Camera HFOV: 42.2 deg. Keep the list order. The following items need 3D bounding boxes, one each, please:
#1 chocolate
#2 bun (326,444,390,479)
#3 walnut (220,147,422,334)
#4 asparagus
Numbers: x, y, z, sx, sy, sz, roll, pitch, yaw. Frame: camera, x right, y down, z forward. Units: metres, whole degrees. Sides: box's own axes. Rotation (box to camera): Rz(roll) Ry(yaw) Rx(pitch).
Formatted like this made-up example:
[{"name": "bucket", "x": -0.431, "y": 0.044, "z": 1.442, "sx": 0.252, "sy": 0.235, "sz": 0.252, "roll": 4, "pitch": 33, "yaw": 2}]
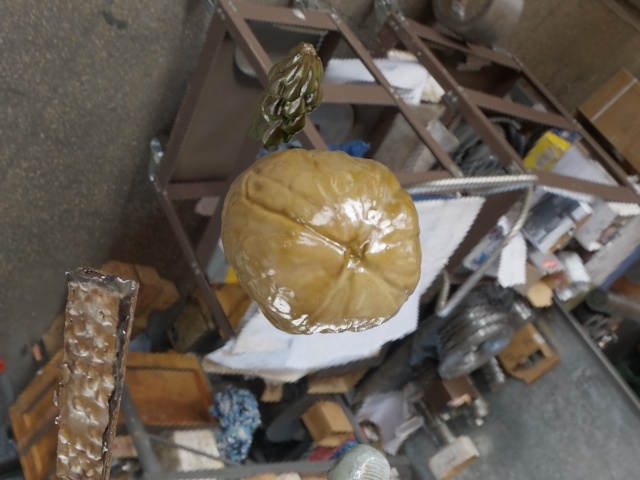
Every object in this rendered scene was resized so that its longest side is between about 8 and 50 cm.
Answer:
[{"name": "chocolate", "x": -0.306, "y": 0.190, "z": 1.131, "sx": 0.065, "sy": 0.102, "sz": 0.330, "roll": -39, "pitch": 142, "yaw": -69}, {"name": "bun", "x": 0.034, "y": 0.240, "z": 0.809, "sx": 0.083, "sy": 0.045, "sz": 0.083, "roll": -8, "pitch": 101, "yaw": -46}, {"name": "walnut", "x": 0.001, "y": -0.002, "z": 1.163, "sx": 0.276, "sy": 0.313, "sz": 0.252, "roll": 0, "pitch": 97, "yaw": -12}, {"name": "asparagus", "x": -0.043, "y": -0.177, "z": 1.072, "sx": 0.080, "sy": 0.080, "sz": 0.287, "roll": -20, "pitch": 167, "yaw": -18}]
